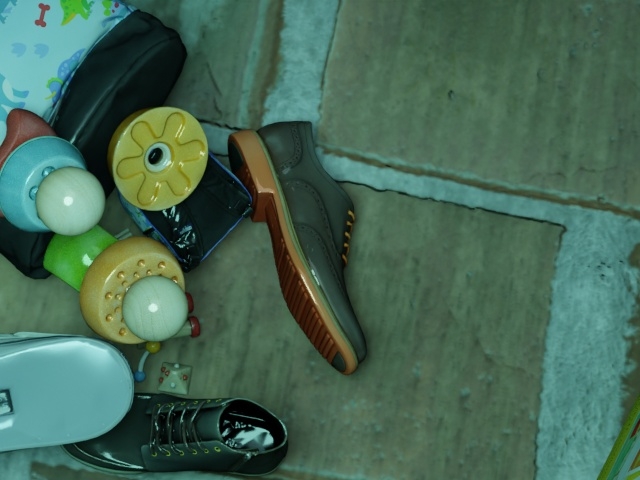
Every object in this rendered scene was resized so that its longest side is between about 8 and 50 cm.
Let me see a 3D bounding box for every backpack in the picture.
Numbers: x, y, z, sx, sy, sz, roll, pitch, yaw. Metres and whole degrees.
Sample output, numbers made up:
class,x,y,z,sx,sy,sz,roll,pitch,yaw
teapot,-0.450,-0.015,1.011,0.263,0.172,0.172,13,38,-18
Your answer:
class,x,y,z,sx,sy,sz,roll,pitch,yaw
backpack,-0.356,-0.177,1.823,0.356,0.273,0.290,30,78,15
backpack,-0.142,-0.044,1.863,0.105,0.084,0.114,-46,107,-16

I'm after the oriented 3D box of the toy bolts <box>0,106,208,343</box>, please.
class,x,y,z,sx,sy,sz,roll,pitch,yaw
toy bolts,-0.183,-0.033,1.692,0.228,0.158,0.218,36,86,-38

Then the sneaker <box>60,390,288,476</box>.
class,x,y,z,sx,sy,sz,roll,pitch,yaw
sneaker,-0.139,0.175,1.790,0.222,0.118,0.083,3,74,-5

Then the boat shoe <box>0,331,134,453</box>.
class,x,y,z,sx,sy,sz,roll,pitch,yaw
boat shoe,-0.356,0.139,1.770,0.367,0.156,0.135,-9,94,-3

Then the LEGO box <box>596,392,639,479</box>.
class,x,y,z,sx,sy,sz,roll,pitch,yaw
LEGO box,0.363,0.247,1.685,0.193,0.372,0.500,29,74,3

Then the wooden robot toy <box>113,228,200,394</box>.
class,x,y,z,sx,sy,sz,roll,pitch,yaw
wooden robot toy,-0.160,0.064,1.841,0.076,0.079,0.173,-15,76,-9

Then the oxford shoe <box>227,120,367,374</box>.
class,x,y,z,sx,sy,sz,roll,pitch,yaw
oxford shoe,0.000,0.000,1.869,0.098,0.097,0.271,-19,76,-16
